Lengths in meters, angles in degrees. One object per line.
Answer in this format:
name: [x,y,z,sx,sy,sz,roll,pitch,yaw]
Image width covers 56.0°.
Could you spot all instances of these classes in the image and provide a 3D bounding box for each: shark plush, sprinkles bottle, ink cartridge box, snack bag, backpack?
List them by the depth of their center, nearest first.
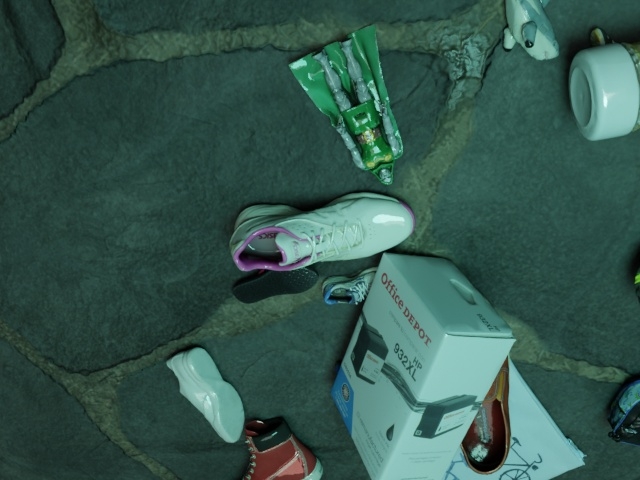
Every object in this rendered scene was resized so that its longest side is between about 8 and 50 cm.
sprinkles bottle: [0.517,-0.220,0.774,0.355,0.121,0.121,-10,113,7]
shark plush: [0.288,-0.329,0.832,0.067,0.073,0.161,-13,92,-6]
ink cartridge box: [0.148,0.206,0.977,0.129,0.223,0.307,6,118,-24]
backpack: [0.568,0.295,1.050,0.105,0.084,0.114,15,121,1]
snack bag: [0.284,0.388,1.162,0.342,0.037,0.323,-34,106,16]

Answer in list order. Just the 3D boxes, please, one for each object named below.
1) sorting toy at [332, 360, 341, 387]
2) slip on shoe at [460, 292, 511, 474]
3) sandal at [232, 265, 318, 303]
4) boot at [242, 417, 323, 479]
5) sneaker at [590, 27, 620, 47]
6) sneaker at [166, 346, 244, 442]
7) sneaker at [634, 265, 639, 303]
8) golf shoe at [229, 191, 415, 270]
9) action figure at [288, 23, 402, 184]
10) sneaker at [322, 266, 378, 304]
sorting toy: [0.054,0.249,1.136,0.061,0.042,0.102,28,105,-22]
slip on shoe: [0.267,0.242,1.032,0.123,0.101,0.331,-8,94,14]
sandal: [-0.081,0.068,1.065,0.179,0.040,0.067,-17,123,33]
boot: [-0.141,0.463,1.240,0.244,0.088,0.176,-33,106,13]
sneaker: [0.408,-0.267,0.840,0.037,0.032,0.083,-35,115,15]
sneaker: [-0.229,0.308,1.192,0.094,0.080,0.212,-18,105,29]
sneaker: [0.624,-0.039,0.877,0.147,0.145,0.385,15,118,-33]
golf shoe: [0.000,0.000,0.967,0.306,0.140,0.115,-8,112,11]
action figure: [0.063,-0.187,0.914,0.137,0.063,0.232,-21,114,14]
sneaker: [0.067,0.087,1.042,0.135,0.058,0.052,-15,112,14]
